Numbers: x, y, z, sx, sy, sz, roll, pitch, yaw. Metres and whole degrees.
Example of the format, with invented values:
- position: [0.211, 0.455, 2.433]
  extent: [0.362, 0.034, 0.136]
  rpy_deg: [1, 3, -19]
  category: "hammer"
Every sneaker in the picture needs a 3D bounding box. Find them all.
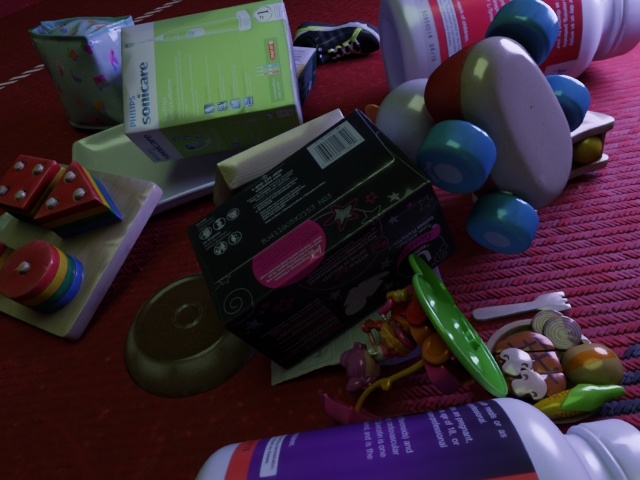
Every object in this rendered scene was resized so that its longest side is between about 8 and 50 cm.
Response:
- position: [0.034, -0.449, 1.158]
  extent: [0.234, 0.084, 0.097]
  rpy_deg: [12, 73, 27]
  category: "sneaker"

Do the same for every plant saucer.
- position: [-0.170, 0.107, 0.650]
  extent: [0.198, 0.036, 0.199]
  rpy_deg: [-8, 44, 7]
  category: "plant saucer"

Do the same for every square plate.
- position: [-0.298, -0.155, 0.945]
  extent: [0.347, 0.049, 0.344]
  rpy_deg: [-22, 43, -8]
  category: "square plate"

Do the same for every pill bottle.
- position: [0.323, -0.366, 0.865]
  extent: [0.407, 0.229, 0.229]
  rpy_deg: [-13, 43, 2]
  category: "pill bottle"
- position: [0.075, 0.221, 0.358]
  extent: [0.322, 0.182, 0.182]
  rpy_deg: [-12, 43, 4]
  category: "pill bottle"

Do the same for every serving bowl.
- position: [-0.562, -0.038, 0.911]
  extent: [0.083, 0.027, 0.083]
  rpy_deg: [-7, 44, 7]
  category: "serving bowl"

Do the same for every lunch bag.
- position: [-0.511, -0.372, 1.100]
  extent: [0.262, 0.223, 0.160]
  rpy_deg: [12, 43, 28]
  category: "lunch bag"

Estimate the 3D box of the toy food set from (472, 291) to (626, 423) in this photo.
- position: [0.239, 0.127, 0.515]
  extent: [0.132, 0.039, 0.192]
  rpy_deg: [-11, 43, 4]
  category: "toy food set"

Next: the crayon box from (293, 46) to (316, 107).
- position: [-0.184, -0.347, 1.028]
  extent: [0.322, 0.083, 0.203]
  rpy_deg: [8, 38, 7]
  category: "crayon box"

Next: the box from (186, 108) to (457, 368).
- position: [0.000, 0.000, 0.571]
  extent: [0.247, 0.142, 0.163]
  rpy_deg: [-35, 49, 2]
  category: "box"

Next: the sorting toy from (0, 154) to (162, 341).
- position: [-0.415, -0.013, 0.746]
  extent: [0.255, 0.089, 0.257]
  rpy_deg: [12, 67, 26]
  category: "sorting toy"

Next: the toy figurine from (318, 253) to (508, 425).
- position: [0.066, 0.116, 0.483]
  extent: [0.159, 0.130, 0.173]
  rpy_deg: [-39, 33, 16]
  category: "toy figurine"

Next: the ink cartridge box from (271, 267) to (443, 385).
- position: [0.043, 0.081, 0.624]
  extent: [0.224, 0.056, 0.181]
  rpy_deg: [-26, 41, 16]
  category: "ink cartridge box"

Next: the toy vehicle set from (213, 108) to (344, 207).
- position: [-0.070, -0.099, 0.710]
  extent: [0.166, 0.035, 0.267]
  rpy_deg: [-27, 2, -14]
  category: "toy vehicle set"

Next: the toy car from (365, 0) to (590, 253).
- position: [0.158, -0.128, 0.605]
  extent: [0.238, 0.210, 0.219]
  rpy_deg: [6, 60, 52]
  category: "toy car"

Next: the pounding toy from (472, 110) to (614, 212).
- position: [0.276, -0.125, 0.681]
  extent: [0.269, 0.155, 0.154]
  rpy_deg: [-22, 41, -4]
  category: "pounding toy"

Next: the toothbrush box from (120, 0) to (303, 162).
- position: [-0.182, -0.271, 0.850]
  extent: [0.283, 0.122, 0.206]
  rpy_deg: [-9, 75, 2]
  category: "toothbrush box"
